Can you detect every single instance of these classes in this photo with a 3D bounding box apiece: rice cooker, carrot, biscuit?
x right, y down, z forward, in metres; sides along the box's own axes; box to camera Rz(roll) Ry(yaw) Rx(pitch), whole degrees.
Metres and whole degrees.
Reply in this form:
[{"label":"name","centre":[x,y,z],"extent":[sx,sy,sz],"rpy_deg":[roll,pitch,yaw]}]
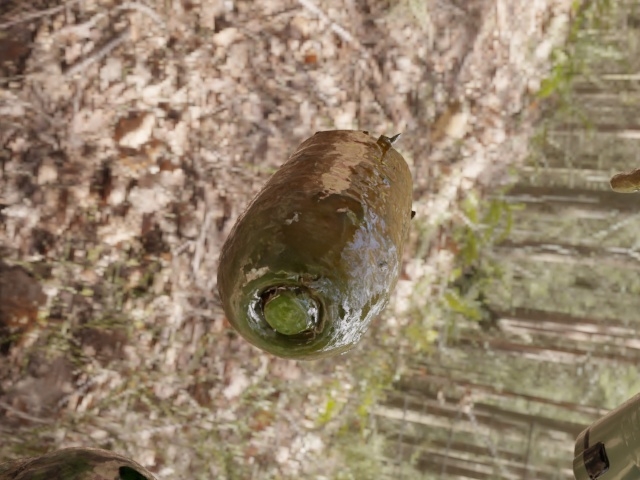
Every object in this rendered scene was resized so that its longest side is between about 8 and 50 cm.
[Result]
[{"label":"rice cooker","centre":[0.482,0.313,1.418],"extent":[0.244,0.226,0.226],"rpy_deg":[-48,166,30]},{"label":"carrot","centre":[0.000,0.000,1.334],"extent":[0.341,0.224,0.224],"rpy_deg":[-68,149,-55]},{"label":"biscuit","centre":[0.255,-0.052,0.704],"extent":[0.147,0.071,0.018],"rpy_deg":[-13,90,-41]}]

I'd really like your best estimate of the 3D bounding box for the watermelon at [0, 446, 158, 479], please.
[{"label":"watermelon","centre":[-0.263,0.330,1.009],"extent":[0.269,0.269,0.269],"rpy_deg":[-16,108,-58]}]
